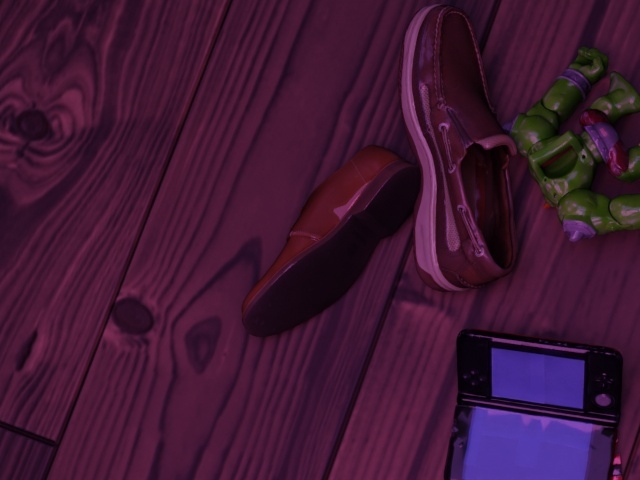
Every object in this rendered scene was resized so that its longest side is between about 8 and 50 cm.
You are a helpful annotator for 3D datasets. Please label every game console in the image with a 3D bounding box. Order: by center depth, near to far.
[{"bbox_3d":[0.181,0.152,1.530,0.144,0.124,0.085,7,44,14],"label":"game console"}]

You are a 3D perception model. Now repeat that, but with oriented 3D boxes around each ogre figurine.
[{"bbox_3d":[0.239,-0.077,1.570,0.118,0.097,0.197,-26,77,-2],"label":"ogre figurine"}]

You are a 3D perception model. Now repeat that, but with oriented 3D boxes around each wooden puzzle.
[{"bbox_3d":[0.237,0.210,1.547,0.049,0.006,0.083,-7,75,10],"label":"wooden puzzle"}]

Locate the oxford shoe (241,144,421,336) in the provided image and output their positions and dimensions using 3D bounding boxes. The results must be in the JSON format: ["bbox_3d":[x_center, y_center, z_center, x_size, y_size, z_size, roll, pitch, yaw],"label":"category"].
[{"bbox_3d":[0.000,0.000,1.624,0.212,0.076,0.076,-45,50,-6],"label":"oxford shoe"}]

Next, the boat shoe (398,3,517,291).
[{"bbox_3d":[0.136,-0.086,1.577,0.095,0.095,0.257,-8,87,47],"label":"boat shoe"}]
